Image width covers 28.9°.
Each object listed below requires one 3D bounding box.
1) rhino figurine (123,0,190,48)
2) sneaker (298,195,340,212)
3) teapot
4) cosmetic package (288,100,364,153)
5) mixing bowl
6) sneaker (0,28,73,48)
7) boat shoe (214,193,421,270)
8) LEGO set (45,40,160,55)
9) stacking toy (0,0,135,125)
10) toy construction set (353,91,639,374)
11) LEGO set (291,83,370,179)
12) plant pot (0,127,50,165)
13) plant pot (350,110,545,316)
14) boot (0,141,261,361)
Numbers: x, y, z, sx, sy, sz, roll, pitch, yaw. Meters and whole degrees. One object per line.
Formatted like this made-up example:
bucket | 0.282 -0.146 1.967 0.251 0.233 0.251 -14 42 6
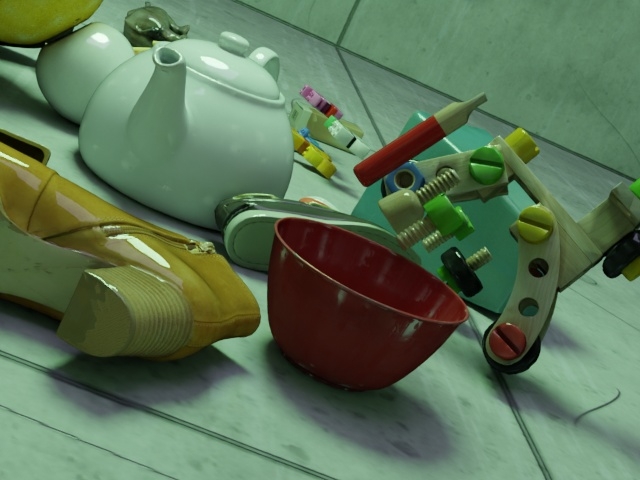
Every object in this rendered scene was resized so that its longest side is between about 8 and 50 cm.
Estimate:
rhino figurine | -0.282 -0.361 2.119 0.106 0.073 0.243 25 12 -12
sneaker | 0.029 0.013 1.372 0.158 0.061 0.065 28 41 13
teapot | -0.125 -0.137 1.345 0.252 0.187 0.256 17 16 -32
cosmetic package | 0.008 -0.186 2.042 0.115 0.041 0.060 19 15 -23
mixing bowl | 0.025 0.065 1.053 0.181 0.098 0.181 23 14 -6
sneaker | -0.451 -0.283 1.522 0.341 0.125 0.140 10 41 -40
boat shoe | 0.000 0.000 1.277 0.228 0.081 0.069 14 22 -29
LEGO set | -0.219 -0.187 1.623 0.287 0.107 0.132 11 -15 -31
stacking toy | -0.350 -0.344 1.401 0.350 0.350 0.480 -99 164 -73
toy construction set | 0.198 -0.043 1.228 0.309 0.237 0.257 47 12 -51
LEGO set | -0.013 -0.159 1.809 0.093 0.087 0.227 36 9 -22
plant pot | -0.272 -0.056 1.032 0.081 0.081 0.083 24 2 -7
plant pot | 0.194 -0.017 1.534 0.165 0.166 0.234 9 30 -49
boot | -0.196 -0.002 0.951 0.295 0.104 0.211 35 11 17
